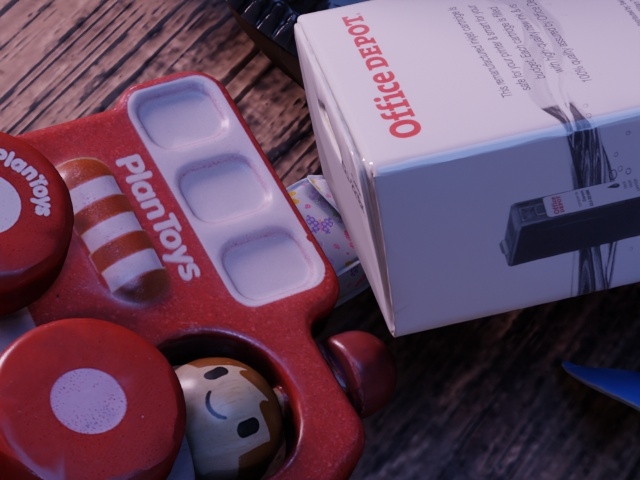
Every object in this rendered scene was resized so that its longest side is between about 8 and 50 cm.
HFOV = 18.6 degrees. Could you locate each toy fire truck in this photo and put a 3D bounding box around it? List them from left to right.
[{"bbox_3d":[-0.095,0.054,1.050,0.254,0.169,0.302,-20,64,-27],"label":"toy fire truck"}]

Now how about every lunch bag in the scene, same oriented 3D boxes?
[{"bbox_3d":[0.000,0.000,1.177,0.083,0.053,0.071,-28,66,-35],"label":"lunch bag"}]

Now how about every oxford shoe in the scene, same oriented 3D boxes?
[{"bbox_3d":[0.027,-0.110,1.236,0.083,0.096,0.227,-43,95,-4],"label":"oxford shoe"}]

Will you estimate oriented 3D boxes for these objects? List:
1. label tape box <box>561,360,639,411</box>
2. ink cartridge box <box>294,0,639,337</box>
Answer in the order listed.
[{"bbox_3d":[0.343,0.041,1.102,0.348,0.249,0.115,0,96,-14],"label":"label tape box"},{"bbox_3d":[0.139,-0.068,1.096,0.273,0.114,0.197,-12,32,-6],"label":"ink cartridge box"}]
